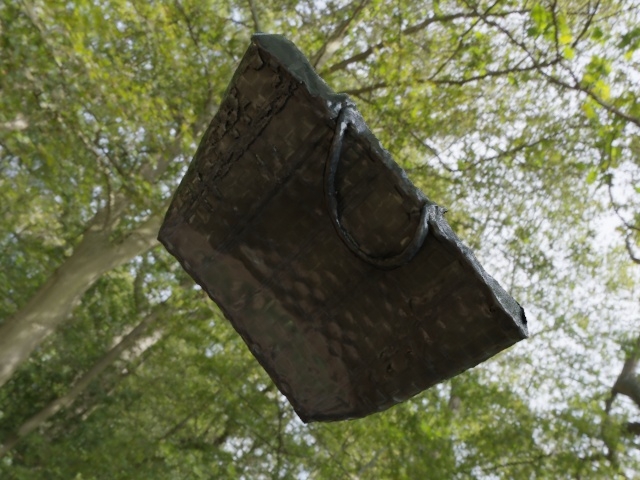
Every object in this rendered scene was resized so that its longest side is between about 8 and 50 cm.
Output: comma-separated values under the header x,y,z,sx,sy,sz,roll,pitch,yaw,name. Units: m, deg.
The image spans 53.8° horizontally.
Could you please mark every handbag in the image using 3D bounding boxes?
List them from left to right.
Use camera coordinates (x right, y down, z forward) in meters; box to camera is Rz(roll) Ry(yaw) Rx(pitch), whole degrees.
x,y,z,sx,sy,sz,roll,pitch,yaw,name
0.000,0.000,0.439,0.270,0.089,0.175,50,-57,13,handbag
